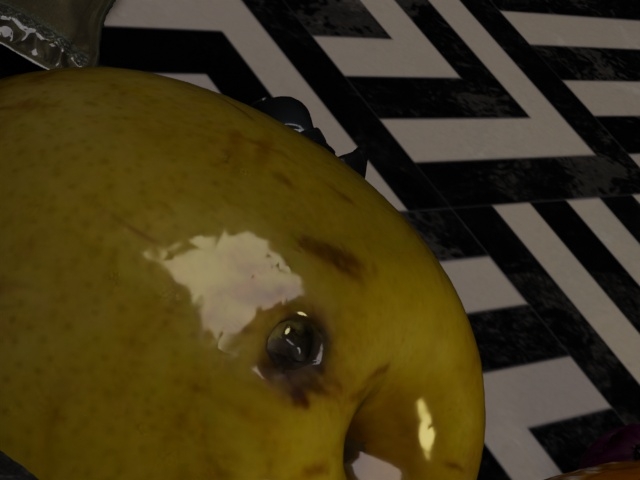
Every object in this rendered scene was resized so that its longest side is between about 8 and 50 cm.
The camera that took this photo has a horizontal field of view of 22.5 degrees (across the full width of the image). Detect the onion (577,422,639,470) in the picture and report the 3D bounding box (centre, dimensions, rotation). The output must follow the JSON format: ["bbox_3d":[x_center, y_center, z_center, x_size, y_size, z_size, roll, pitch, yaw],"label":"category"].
[{"bbox_3d":[0.236,0.180,1.126,0.115,0.115,0.104,-95,168,-51],"label":"onion"}]

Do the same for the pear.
[{"bbox_3d":[-0.080,0.068,0.625,0.281,0.281,0.280,24,33,-17],"label":"pear"}]

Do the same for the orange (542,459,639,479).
[{"bbox_3d":[0.188,0.267,0.666,0.424,0.326,0.424,27,7,-4],"label":"orange"}]

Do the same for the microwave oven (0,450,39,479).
[{"bbox_3d":[-0.124,0.260,0.359,0.432,0.374,0.236,30,21,34],"label":"microwave oven"}]

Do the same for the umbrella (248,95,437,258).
[{"bbox_3d":[0.012,0.004,1.118,0.154,0.128,0.336,24,31,-14],"label":"umbrella"}]

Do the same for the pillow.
[{"bbox_3d":[-0.216,-0.199,1.254,0.130,0.033,0.217,27,33,-11],"label":"pillow"}]
